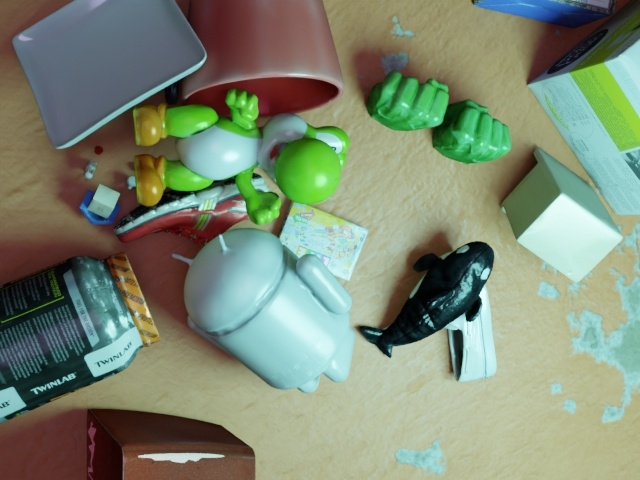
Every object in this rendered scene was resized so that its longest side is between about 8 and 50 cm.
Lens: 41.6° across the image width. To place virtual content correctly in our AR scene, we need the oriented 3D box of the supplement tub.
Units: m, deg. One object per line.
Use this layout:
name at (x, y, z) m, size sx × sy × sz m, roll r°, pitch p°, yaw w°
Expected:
supplement tub at (-0.447, 0.155, 1.364) m, size 0.338 × 0.207 × 0.207 m, roll -22°, pitch 98°, yaw -12°

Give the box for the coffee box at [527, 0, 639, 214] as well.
coffee box at (0.665, -0.277, 1.562) m, size 0.338 × 0.334 × 0.338 m, roll -39°, pitch 100°, yaw -8°

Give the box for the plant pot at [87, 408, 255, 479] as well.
plant pot at (-0.248, 0.430, 1.416) m, size 0.236 × 0.267 × 0.267 m, roll -1°, pitch 94°, yaw -26°

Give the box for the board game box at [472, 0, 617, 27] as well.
board game box at (0.438, -0.576, 1.586) m, size 0.232 × 0.141 × 0.290 m, roll 9°, pitch 91°, yaw -15°

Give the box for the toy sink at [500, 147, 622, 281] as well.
toy sink at (0.448, -0.051, 1.611) m, size 0.153 × 0.234 × 0.131 m, roll 33°, pitch 114°, yaw -15°

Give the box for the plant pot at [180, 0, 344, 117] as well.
plant pot at (-0.106, -0.353, 1.410) m, size 0.275 × 0.275 × 0.243 m, roll -4°, pitch 86°, yaw -14°

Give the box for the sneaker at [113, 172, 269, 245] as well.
sneaker at (-0.217, -0.032, 1.470) m, size 0.279 × 0.107 × 0.118 m, roll -17°, pitch 105°, yaw -11°

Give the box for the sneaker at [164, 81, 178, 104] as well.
sneaker at (-0.295, -0.319, 1.459) m, size 0.089 × 0.051 × 0.170 m, roll -4°, pitch 89°, yaw -14°

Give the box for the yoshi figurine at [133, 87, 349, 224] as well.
yoshi figurine at (-0.118, -0.133, 1.368) m, size 0.362 × 0.203 × 0.202 m, roll -2°, pitch 72°, yaw -14°

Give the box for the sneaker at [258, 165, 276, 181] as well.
sneaker at (-0.067, -0.127, 1.523) m, size 0.152 × 0.061 × 0.053 m, roll 35°, pitch 82°, yaw -15°

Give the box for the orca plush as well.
orca plush at (0.193, 0.104, 1.542) m, size 0.287 × 0.102 × 0.151 m, roll -29°, pitch 78°, yaw 16°

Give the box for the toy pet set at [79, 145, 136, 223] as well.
toy pet set at (-0.360, -0.083, 1.461) m, size 0.122 × 0.065 × 0.114 m, roll 27°, pitch 51°, yaw -17°

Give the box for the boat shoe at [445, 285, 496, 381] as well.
boat shoe at (0.272, 0.147, 1.608) m, size 0.084 × 0.095 × 0.258 m, roll -13°, pitch 93°, yaw -14°

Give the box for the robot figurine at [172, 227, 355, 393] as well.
robot figurine at (-0.089, 0.116, 1.436) m, size 0.300 × 0.199 × 0.353 m, roll -29°, pitch 121°, yaw 30°

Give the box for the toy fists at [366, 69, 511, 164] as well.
toy fists at (0.223, -0.226, 1.550) m, size 0.279 × 0.142 × 0.096 m, roll 26°, pitch 87°, yaw -15°

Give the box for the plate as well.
plate at (-0.341, -0.300, 1.363) m, size 0.278 × 0.045 × 0.277 m, roll -31°, pitch 59°, yaw 1°

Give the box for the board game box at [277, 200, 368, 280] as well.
board game box at (0.000, 0.000, 1.564) m, size 0.154 × 0.026 × 0.103 m, roll 21°, pitch 88°, yaw -15°
